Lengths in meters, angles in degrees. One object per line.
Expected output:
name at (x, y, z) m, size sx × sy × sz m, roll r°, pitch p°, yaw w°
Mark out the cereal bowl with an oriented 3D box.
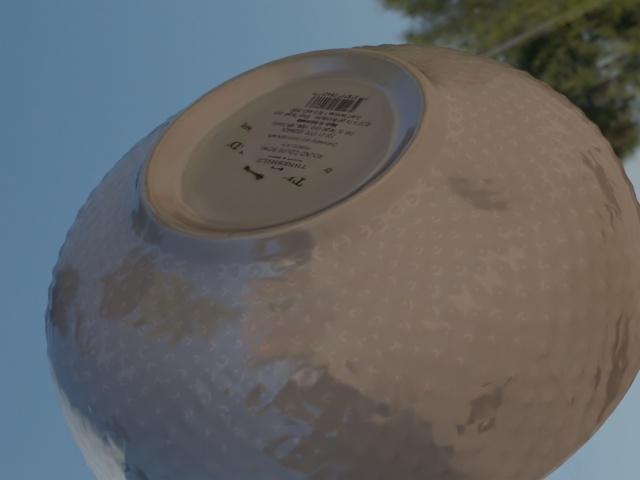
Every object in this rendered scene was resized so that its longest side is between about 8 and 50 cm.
cereal bowl at (0.000, 0.000, 0.847) m, size 0.339 × 0.339 × 0.141 m, roll -95°, pitch -14°, yaw -52°
